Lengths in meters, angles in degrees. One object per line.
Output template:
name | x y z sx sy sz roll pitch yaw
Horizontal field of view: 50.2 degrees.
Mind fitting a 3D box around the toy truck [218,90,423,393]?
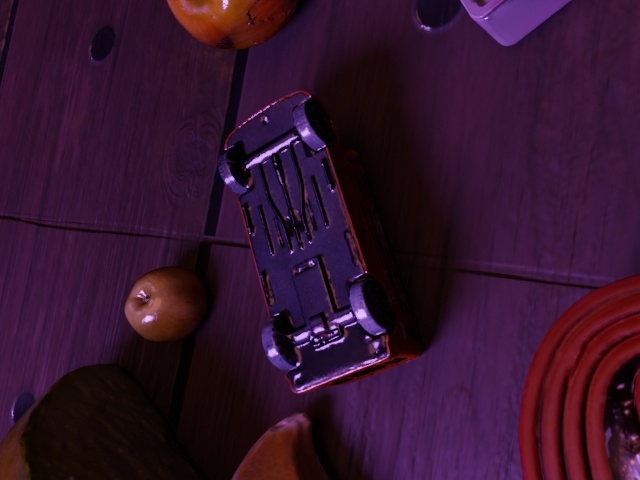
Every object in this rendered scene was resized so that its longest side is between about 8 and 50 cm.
toy truck | 0.000 0.000 0.612 0.107 0.114 0.253 -27 68 27

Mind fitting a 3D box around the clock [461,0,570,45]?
clock | 0.191 -0.281 0.566 0.197 0.063 0.150 -36 59 26

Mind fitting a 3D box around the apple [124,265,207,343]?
apple | -0.165 0.068 0.730 0.084 0.071 0.084 -8 75 30

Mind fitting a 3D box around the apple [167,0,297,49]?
apple | -0.095 -0.269 0.716 0.146 0.146 0.146 -8 76 32

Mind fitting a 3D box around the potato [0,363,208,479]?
potato | -0.258 0.311 0.655 0.330 0.212 0.280 41 102 34

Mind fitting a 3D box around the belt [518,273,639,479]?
belt | 0.256 0.170 0.387 0.227 0.115 0.324 -35 62 11

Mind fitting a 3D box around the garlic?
garlic | -0.001 0.253 0.578 0.128 0.090 0.198 -48 53 1
